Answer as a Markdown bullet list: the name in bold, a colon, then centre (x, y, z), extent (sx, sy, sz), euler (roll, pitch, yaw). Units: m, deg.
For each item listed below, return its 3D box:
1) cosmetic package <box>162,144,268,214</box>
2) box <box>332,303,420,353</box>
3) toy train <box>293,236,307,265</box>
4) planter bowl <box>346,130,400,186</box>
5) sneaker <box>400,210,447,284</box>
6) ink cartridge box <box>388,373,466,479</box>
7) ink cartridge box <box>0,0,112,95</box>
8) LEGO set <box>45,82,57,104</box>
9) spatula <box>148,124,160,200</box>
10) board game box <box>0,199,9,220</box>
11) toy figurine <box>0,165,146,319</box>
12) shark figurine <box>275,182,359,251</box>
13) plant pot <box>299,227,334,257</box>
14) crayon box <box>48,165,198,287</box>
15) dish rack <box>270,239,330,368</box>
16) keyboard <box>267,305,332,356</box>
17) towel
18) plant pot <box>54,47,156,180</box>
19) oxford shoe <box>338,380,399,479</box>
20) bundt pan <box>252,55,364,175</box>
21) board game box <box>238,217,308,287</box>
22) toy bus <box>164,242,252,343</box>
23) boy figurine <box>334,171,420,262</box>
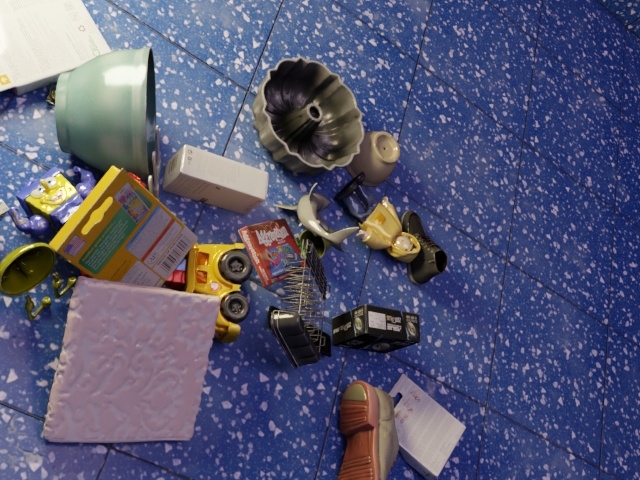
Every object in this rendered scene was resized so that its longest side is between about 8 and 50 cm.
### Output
- **cosmetic package**: centre (-0.253, -0.143, 1.910), extent (0.231, 0.117, 0.086), euler (18, 63, -28)
- **box**: centre (0.143, 0.230, 2.026), extent (0.180, 0.147, 0.078), euler (14, 64, -32)
- **toy train**: centre (-0.050, 0.028, 2.047), extent (0.017, 0.023, 0.083), euler (-25, 87, -40)
- **planter bowl**: centre (0.159, -0.248, 2.256), extent (0.162, 0.109, 0.162), euler (15, 63, -31)
- **sneaker**: centre (0.302, 0.007, 2.250), extent (0.083, 0.118, 0.222), euler (2, 71, -35)
- **ink cartridge box**: centre (0.253, 0.492, 2.078), extent (0.224, 0.056, 0.181), euler (39, 51, 6)
- **ink cartridge box**: centre (-0.689, -0.498, 1.767), extent (0.330, 0.071, 0.324), euler (-31, 92, -37)
- **LEGO set**: centre (-0.602, -0.335, 1.795), extent (0.083, 0.023, 0.054), euler (-30, 116, -56)
- **spatula**: centre (-0.366, -0.138, 1.755), extent (0.019, 0.242, 0.168), euler (7, 68, -8)
- **board game box**: centre (-0.695, -0.017, 1.544), extent (0.026, 0.103, 0.154), euler (54, 51, -6)
- **toy figurine**: centre (-0.564, -0.041, 1.657), extent (0.217, 0.191, 0.362), euler (35, 63, 23)
- **shark figurine**: centre (-0.010, -0.082, 2.000), extent (0.166, 0.116, 0.278), euler (12, 24, -21)
- **plant pot**: centre (0.000, 0.000, 2.067), extent (0.079, 0.083, 0.083), euler (-26, 88, -51)
- **crayon box**: centre (-0.405, -0.009, 1.604), extent (0.203, 0.083, 0.323), euler (-54, 151, -10)
- **dish rack**: centre (-0.039, 0.142, 1.868), extent (0.208, 0.074, 0.272), euler (69, 22, -50)
- **keyboard**: centre (-0.057, 0.241, 1.960), extent (0.192, 0.038, 0.100), euler (29, 34, -22)
- **towel**: centre (-0.379, 0.250, 1.607), extent (0.317, 0.053, 0.332), euler (10, 96, -35)
- **plant pot**: centre (-0.469, -0.278, 1.726), extent (0.196, 0.293, 0.293), euler (1, 69, -9)
- **oxford shoe**: centre (0.135, 0.546, 1.903), extent (0.146, 0.140, 0.397), euler (22, 62, -36)
- **bundt pan**: centre (-0.046, -0.319, 2.126), extent (0.330, 0.124, 0.331), euler (15, 63, -31)
- **board game box**: centre (-0.109, 0.023, 1.905), extent (0.145, 0.027, 0.281), euler (64, 16, 1)
- **toy bus**: centre (-0.271, 0.112, 1.786), extent (0.211, 0.149, 0.220), euler (7, 69, -19)
- **boy figurine**: centre (0.163, -0.045, 2.191), extent (0.285, 0.092, 0.177), euler (50, 48, -5)
